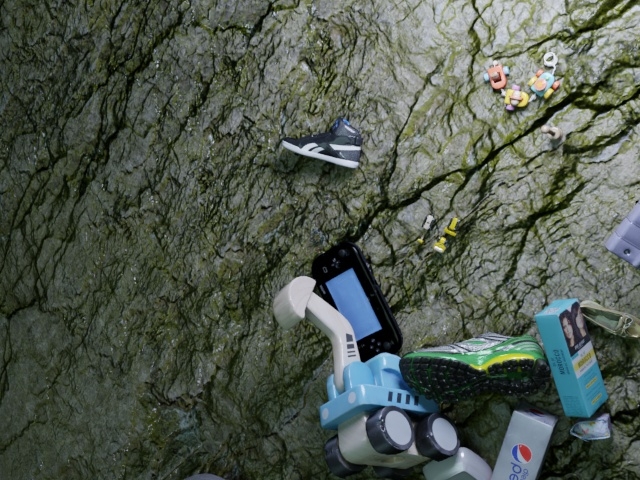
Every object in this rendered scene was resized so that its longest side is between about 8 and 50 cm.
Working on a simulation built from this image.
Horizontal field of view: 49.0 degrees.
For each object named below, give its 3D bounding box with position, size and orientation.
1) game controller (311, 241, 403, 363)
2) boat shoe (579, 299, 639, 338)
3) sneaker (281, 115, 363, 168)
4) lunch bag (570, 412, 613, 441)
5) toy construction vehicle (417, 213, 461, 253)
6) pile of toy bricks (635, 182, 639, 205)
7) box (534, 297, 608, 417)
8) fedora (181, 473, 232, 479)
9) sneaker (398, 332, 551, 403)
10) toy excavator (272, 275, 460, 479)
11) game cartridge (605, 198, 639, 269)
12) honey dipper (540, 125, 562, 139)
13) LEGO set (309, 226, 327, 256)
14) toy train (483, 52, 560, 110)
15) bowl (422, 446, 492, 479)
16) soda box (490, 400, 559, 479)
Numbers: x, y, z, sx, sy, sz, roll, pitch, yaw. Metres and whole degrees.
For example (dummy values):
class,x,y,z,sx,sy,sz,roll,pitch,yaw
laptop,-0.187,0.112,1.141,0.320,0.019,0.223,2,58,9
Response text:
class,x,y,z,sx,sy,sz,roll,pitch,yaw
game controller,0.092,0.167,1.842,0.166,0.067,0.319,-30,81,26
boat shoe,0.650,0.179,1.567,0.153,0.048,0.056,28,107,23
sneaker,0.012,-0.272,1.842,0.217,0.079,0.121,17,99,16
lunch bag,0.615,0.425,1.596,0.083,0.071,0.053,-13,84,26
toy construction vehicle,0.294,-0.025,1.743,0.086,0.035,0.098,23,108,12
pile of toy bricks,0.733,-0.064,1.476,0.105,0.118,0.212,6,94,4
box,0.561,0.260,1.566,0.060,0.101,0.244,-12,99,49
fedora,-0.325,0.801,2.081,0.275,0.124,0.243,-35,81,17
sneaker,0.357,0.293,1.659,0.344,0.146,0.134,-3,116,11
toy excavator,0.089,0.335,1.737,0.222,0.433,0.445,-42,43,39
game cartridge,0.790,0.015,1.405,0.355,0.068,0.230,31,113,-2
honey dipper,0.503,-0.238,1.540,0.031,0.161,0.030,2,95,28
LEGO set,-0.002,0.001,1.903,0.054,0.023,0.083,6,111,29
toy train,0.461,-0.369,1.614,0.166,0.046,0.125,-11,90,28
bowl,0.339,0.581,1.721,0.142,0.053,0.142,-37,115,22
soda box,0.472,0.537,1.668,0.098,0.091,0.286,20,103,26
